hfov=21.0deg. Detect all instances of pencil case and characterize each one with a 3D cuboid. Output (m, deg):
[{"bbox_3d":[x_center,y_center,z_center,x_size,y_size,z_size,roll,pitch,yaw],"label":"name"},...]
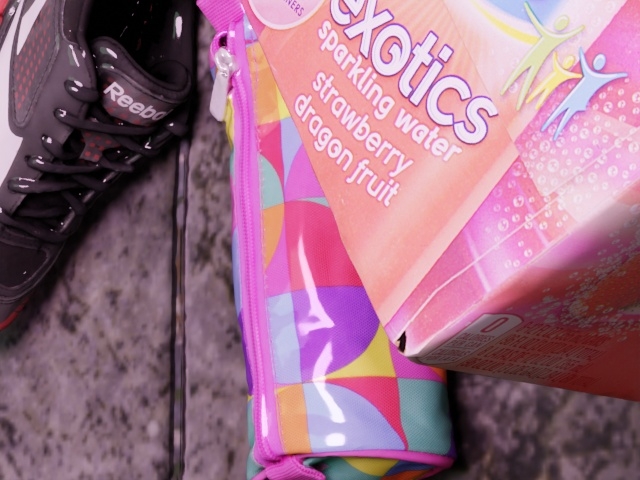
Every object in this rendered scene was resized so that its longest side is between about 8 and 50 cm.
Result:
[{"bbox_3d":[0.000,0.000,0.792,0.104,0.104,0.236,-22,68,36],"label":"pencil case"}]

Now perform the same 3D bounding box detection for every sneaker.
[{"bbox_3d":[-0.141,-0.063,0.925,0.135,0.097,0.276,29,98,43],"label":"sneaker"}]

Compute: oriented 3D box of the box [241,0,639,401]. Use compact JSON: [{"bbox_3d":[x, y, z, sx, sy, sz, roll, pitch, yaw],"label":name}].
[{"bbox_3d":[0.134,-0.042,0.550,0.142,0.300,0.154,-39,58,28],"label":"box"}]
